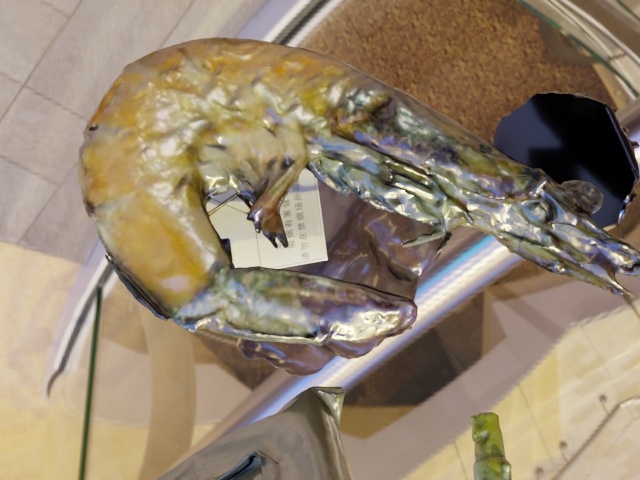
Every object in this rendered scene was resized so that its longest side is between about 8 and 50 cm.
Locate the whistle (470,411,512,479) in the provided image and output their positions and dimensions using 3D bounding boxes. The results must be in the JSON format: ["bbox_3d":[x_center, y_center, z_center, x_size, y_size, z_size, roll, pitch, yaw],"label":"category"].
[{"bbox_3d":[0.213,0.304,0.992,0.057,0.198,0.104,14,143,-20],"label":"whistle"}]

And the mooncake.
[{"bbox_3d":[0.000,0.000,1.195,0.351,0.381,0.212,-38,126,18],"label":"mooncake"}]

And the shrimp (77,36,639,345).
[{"bbox_3d":[0.030,-0.023,0.626,0.445,0.272,0.085,18,146,3],"label":"shrimp"}]

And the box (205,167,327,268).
[{"bbox_3d":[-0.075,-0.012,0.697,0.155,0.040,0.083,-10,99,-22],"label":"box"}]

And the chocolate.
[{"bbox_3d":[0.254,-0.074,0.794,0.133,0.156,0.156,-13,137,-42],"label":"chocolate"}]

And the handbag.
[{"bbox_3d":[-0.067,0.290,0.861,0.253,0.316,0.109,-30,110,5],"label":"handbag"}]
